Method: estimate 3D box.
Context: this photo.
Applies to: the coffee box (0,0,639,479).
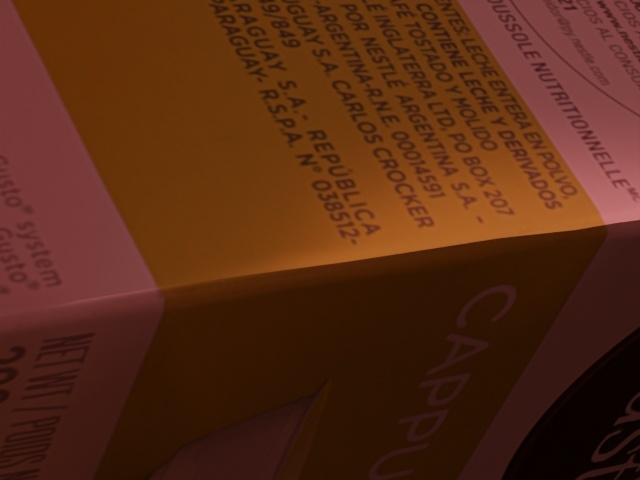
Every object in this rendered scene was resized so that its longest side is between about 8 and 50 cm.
[{"bbox_3d":[-0.058,-0.016,0.625,0.334,0.338,0.338,-8,53,-34],"label":"coffee box"}]
